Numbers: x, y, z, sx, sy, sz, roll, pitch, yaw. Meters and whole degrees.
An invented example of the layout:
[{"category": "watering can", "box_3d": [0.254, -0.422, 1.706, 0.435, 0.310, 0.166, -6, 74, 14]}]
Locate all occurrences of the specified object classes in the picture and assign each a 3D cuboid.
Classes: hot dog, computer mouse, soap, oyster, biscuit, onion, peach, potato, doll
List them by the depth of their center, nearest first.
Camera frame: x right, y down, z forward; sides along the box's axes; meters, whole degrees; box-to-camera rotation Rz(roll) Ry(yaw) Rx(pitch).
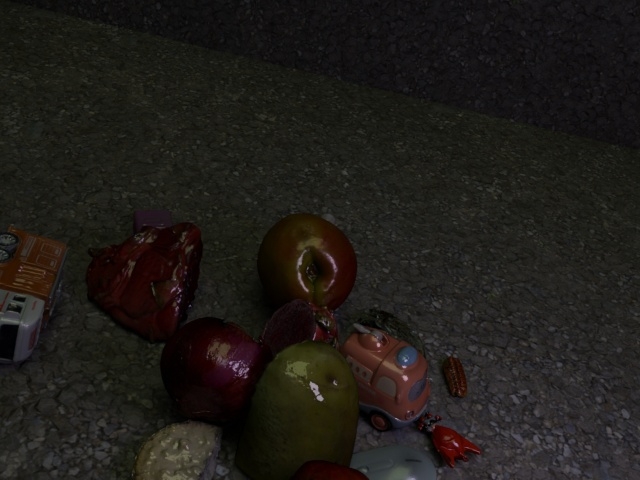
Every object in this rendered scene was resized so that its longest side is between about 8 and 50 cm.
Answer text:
[{"category": "biscuit", "box_3d": [-0.322, 0.506, 1.591, 0.179, 0.084, 0.281, 13, 36, -1]}, {"category": "potato", "box_3d": [-0.008, 0.389, 1.658, 0.213, 0.280, 0.330, 30, 41, 34]}, {"category": "computer mouse", "box_3d": [0.159, 0.543, 1.705, 0.231, 0.079, 0.128, -1, 34, -13]}, {"category": "onion", "box_3d": [-0.247, 0.311, 1.722, 0.276, 0.276, 0.276, 9, 36, -6]}, {"category": "doll", "box_3d": [0.312, 0.495, 1.829, 0.109, 0.057, 0.169, -12, 43, -35]}, {"category": "hot dog", "box_3d": [0.376, 0.379, 2.025, 0.062, 0.038, 0.144, 8, 36, -8]}, {"category": "oyster", "box_3d": [0.205, 0.296, 2.044, 0.198, 0.112, 0.267, 22, 22, -25]}, {"category": "peach", "box_3d": [-0.046, 0.073, 2.104, 0.308, 0.307, 0.332, -1, 7, -18]}, {"category": "soap", "box_3d": [-0.515, -0.013, 2.259, 0.122, 0.065, 0.203, -2, 39, -20]}]

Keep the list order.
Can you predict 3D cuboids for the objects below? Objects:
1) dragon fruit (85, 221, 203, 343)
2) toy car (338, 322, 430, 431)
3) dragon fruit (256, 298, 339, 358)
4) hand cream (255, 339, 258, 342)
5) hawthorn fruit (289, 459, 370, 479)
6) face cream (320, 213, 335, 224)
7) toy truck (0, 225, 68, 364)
[{"category": "dragon fruit", "box_3d": [-0.505, 0.089, 1.987, 0.329, 0.228, 0.286, 15, 37, -1]}, {"category": "toy car", "box_3d": [0.160, 0.337, 1.865, 0.271, 0.212, 0.180, 30, 38, 21]}, {"category": "dragon fruit", "box_3d": [-0.049, 0.264, 1.884, 0.147, 0.282, 0.211, 31, 44, -37]}, {"category": "hand cream", "box_3d": [-0.097, 0.293, 1.990, 0.205, 0.050, 0.078, -5, 42, -16]}, {"category": "hawthorn fruit", "box_3d": [0.016, 0.552, 1.486, 0.224, 0.260, 0.224, -15, 38, 12]}, {"category": "face cream", "box_3d": [0.000, 0.000, 2.391, 0.082, 0.082, 0.269, 16, 36, 4]}, {"category": "toy truck", "box_3d": [-0.783, 0.142, 1.874, 0.207, 0.173, 0.387, 14, 32, -14]}]
